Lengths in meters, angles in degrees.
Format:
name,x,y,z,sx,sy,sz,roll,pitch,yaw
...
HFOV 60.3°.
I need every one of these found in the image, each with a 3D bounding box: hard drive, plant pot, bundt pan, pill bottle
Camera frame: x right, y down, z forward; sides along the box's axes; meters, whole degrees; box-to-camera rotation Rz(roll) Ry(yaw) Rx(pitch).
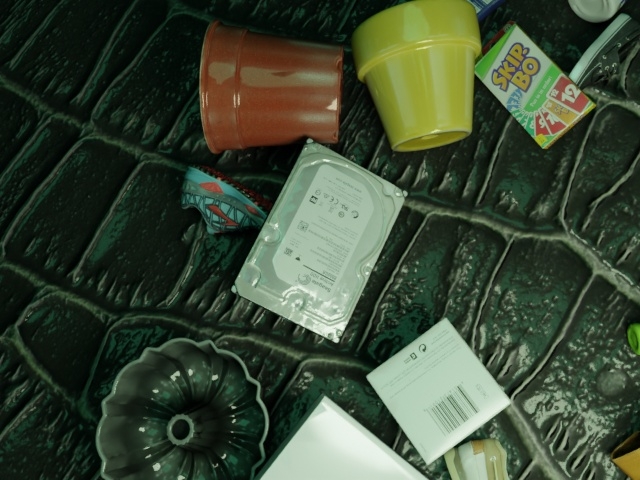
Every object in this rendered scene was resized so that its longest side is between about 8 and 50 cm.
name,x,y,z,sx,sy,sz,roll,pitch,yaw
hard drive,0.060,0.445,0.944,0.318,0.040,0.210,40,83,-5
plant pot,0.203,-0.315,1.106,0.253,0.254,0.239,-10,87,7
hard drive,0.000,0.000,1.089,0.236,0.064,0.339,28,80,-8
bundt pan,-0.243,0.354,1.042,0.330,0.124,0.331,-2,74,8
plant pot,-0.087,-0.309,1.149,0.264,0.272,0.273,4,75,2
pill bottle,0.625,-0.565,1.162,0.112,0.112,0.187,42,84,18

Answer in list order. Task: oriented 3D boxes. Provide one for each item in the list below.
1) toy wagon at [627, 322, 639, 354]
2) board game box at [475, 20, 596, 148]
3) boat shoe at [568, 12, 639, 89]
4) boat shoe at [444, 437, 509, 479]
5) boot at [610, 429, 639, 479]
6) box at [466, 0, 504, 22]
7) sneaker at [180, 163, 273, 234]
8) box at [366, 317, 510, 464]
name,x,y,z,sx,sy,sz,roll,pitch,yaw
toy wagon,0.702,0.247,0.937,0.267,0.068,0.345,-10,72,7
board game box,0.427,-0.326,1.139,0.124,0.039,0.259,-46,65,31
boat shoe,0.587,-0.369,1.136,0.076,0.080,0.228,39,76,19
boat shoe,0.311,0.485,0.913,0.103,0.113,0.302,-24,71,8
boot,0.630,0.339,0.849,0.211,0.104,0.295,46,121,8
box,0.378,-0.596,1.253,0.225,0.036,0.136,-40,72,-2
sneaker,-0.188,-0.059,1.182,0.261,0.104,0.125,31,103,16
box,0.208,0.267,0.990,0.181,0.119,0.182,-36,71,-2
